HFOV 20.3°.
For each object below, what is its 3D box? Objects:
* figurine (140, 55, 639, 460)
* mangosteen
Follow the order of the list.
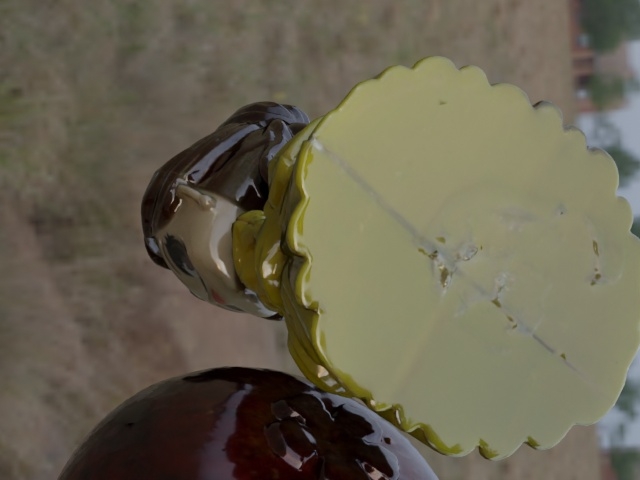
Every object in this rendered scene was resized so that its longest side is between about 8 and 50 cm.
[{"bbox_3d":[-0.002,0.004,0.909,0.315,0.187,0.168,5,-95,63],"label":"figurine"},{"bbox_3d":[-0.046,0.187,0.877,0.257,0.215,0.215,-59,-169,31],"label":"mangosteen"}]
